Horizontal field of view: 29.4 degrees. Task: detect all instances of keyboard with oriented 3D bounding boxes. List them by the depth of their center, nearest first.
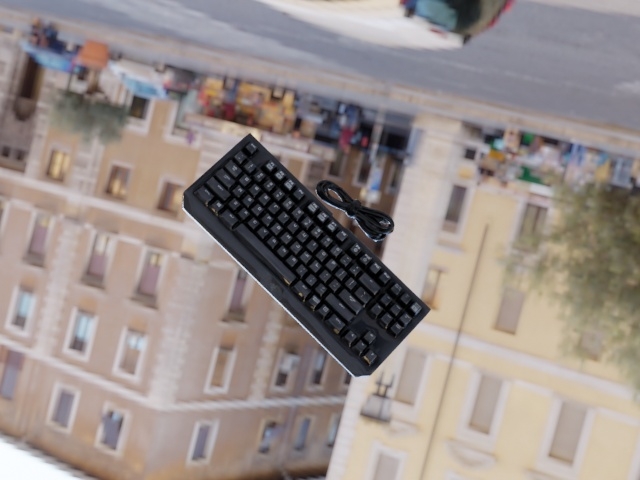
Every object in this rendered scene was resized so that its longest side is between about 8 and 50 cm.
[{"bbox_3d":[0.000,0.000,0.856,0.180,0.108,0.023,45,151,2],"label":"keyboard"}]
